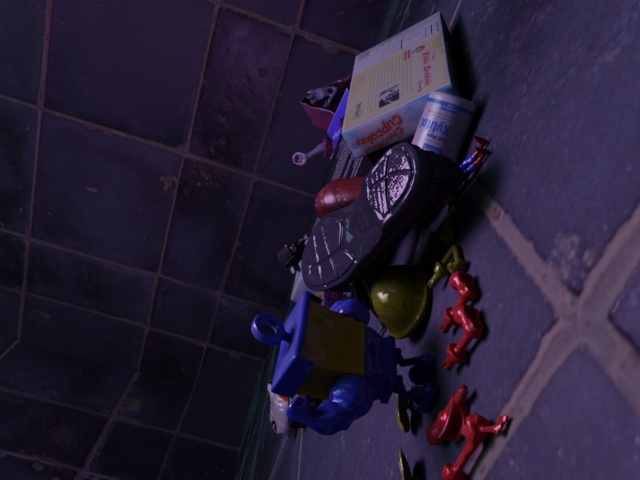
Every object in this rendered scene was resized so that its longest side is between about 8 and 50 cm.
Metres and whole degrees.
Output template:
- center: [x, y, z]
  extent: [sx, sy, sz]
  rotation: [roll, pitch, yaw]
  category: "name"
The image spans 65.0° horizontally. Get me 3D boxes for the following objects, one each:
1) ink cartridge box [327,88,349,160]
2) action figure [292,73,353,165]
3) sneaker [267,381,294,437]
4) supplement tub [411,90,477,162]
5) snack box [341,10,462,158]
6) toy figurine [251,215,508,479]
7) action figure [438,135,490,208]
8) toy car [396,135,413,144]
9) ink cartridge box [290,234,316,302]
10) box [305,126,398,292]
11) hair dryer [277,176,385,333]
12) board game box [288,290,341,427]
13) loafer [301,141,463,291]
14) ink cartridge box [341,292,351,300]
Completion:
- center: [0.082, -0.192, 1.095]
  extent: [0.045, 0.208, 0.206]
  rotation: [-35, -6, -17]
  category: "ink cartridge box"
- center: [0.078, -0.287, 1.395]
  extent: [0.275, 0.248, 0.370]
  rotation: [-41, -30, -14]
  category: "action figure"
- center: [-0.112, 0.481, 1.437]
  extent: [0.262, 0.099, 0.121]
  rotation: [140, 142, -81]
  category: "sneaker"
- center: [0.171, -0.151, 0.715]
  extent: [0.071, 0.070, 0.107]
  rotation: [-96, 23, -75]
  category: "supplement tub"
- center: [0.144, -0.286, 0.894]
  extent: [0.187, 0.060, 0.322]
  rotation: [-20, 35, 26]
  category: "snack box"
- center: [0.036, 0.091, 0.567]
  extent: [0.363, 0.217, 0.191]
  rotation: [-82, 11, -54]
  category: "toy figurine"
- center: [0.180, -0.082, 0.656]
  extent: [0.115, 0.030, 0.038]
  rotation: [110, 169, -46]
  category: "action figure"
- center: [0.134, -0.274, 1.078]
  extent: [0.182, 0.136, 0.159]
  rotation: [134, 153, -77]
  category: "toy car"
- center: [0.000, 0.000, 1.773]
  extent: [0.385, 0.091, 0.308]
  rotation: [112, 172, -47]
  category: "ink cartridge box"
- center: [0.072, -0.056, 0.950]
  extent: [0.184, 0.103, 0.261]
  rotation: [-110, 33, -47]
  category: "box"
- center: [0.077, 0.002, 0.805]
  extent: [0.294, 0.223, 0.080]
  rotation: [-54, -9, 36]
  category: "hair dryer"
- center: [-0.018, 0.271, 1.191]
  extent: [0.208, 0.056, 0.347]
  rotation: [-100, 23, -43]
  category: "board game box"
- center: [0.074, -0.012, 0.687]
  extent: [0.302, 0.095, 0.109]
  rotation: [-48, 47, 48]
  category: "loafer"
- center: [0.061, 0.120, 1.151]
  extent: [0.048, 0.028, 0.084]
  rotation: [161, 126, -82]
  category: "ink cartridge box"
